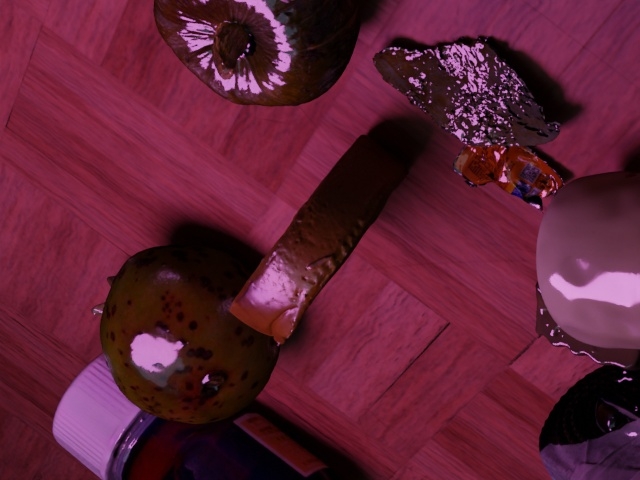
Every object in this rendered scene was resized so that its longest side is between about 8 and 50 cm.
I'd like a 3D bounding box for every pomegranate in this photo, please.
[{"bbox_3d":[-0.190,0.097,2.382,0.286,0.231,0.231,28,149,34],"label":"pomegranate"}]

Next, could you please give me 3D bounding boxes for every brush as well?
[{"bbox_3d":[0.356,0.103,1.987,0.301,0.071,0.084,16,140,28],"label":"brush"}]

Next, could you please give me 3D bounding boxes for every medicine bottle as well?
[{"bbox_3d":[-0.167,0.306,2.619,0.395,0.242,0.242,40,151,19],"label":"medicine bottle"}]

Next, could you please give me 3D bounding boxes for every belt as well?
[{"bbox_3d":[0.338,0.220,1.997,0.164,0.184,0.289,56,174,-22],"label":"belt"}]

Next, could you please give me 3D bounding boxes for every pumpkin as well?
[{"bbox_3d":[-0.068,-0.218,1.894,0.219,0.162,0.219,21,144,16],"label":"pumpkin"}]

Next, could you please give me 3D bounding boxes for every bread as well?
[{"bbox_3d":[0.000,0.000,2.042,0.070,0.236,0.236,37,148,1],"label":"bread"}]

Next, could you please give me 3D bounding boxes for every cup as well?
[{"bbox_3d":[0.347,0.049,1.824,0.202,0.173,0.255,1,133,46],"label":"cup"}]

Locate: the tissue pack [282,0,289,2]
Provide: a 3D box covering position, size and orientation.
[{"bbox_3d":[-0.077,-0.359,1.687,0.271,0.124,0.201,43,156,26],"label":"tissue pack"}]

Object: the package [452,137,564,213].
[{"bbox_3d":[0.188,-0.071,1.954,0.111,0.033,0.077,33,147,4],"label":"package"}]

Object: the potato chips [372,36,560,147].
[{"bbox_3d":[0.144,-0.147,1.901,0.209,0.026,0.142,33,144,16],"label":"potato chips"}]
